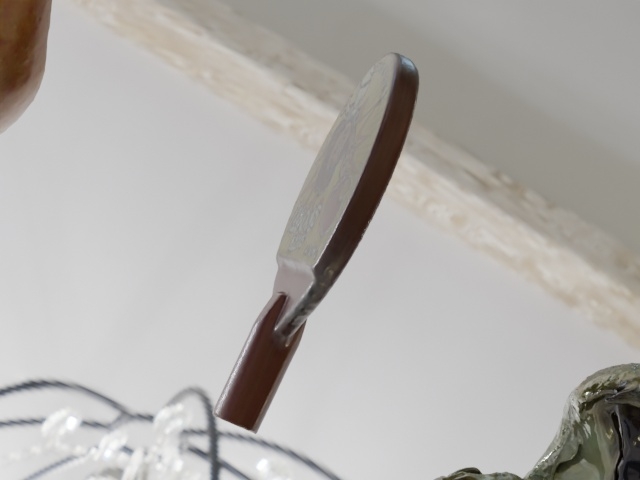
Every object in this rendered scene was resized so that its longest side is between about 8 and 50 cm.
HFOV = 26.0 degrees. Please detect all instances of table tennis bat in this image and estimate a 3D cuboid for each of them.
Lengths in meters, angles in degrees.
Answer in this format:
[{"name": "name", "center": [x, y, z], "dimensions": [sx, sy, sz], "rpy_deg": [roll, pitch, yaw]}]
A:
[{"name": "table tennis bat", "center": [0.000, 0.000, 1.058], "dimensions": [0.038, 0.200, 0.310], "rpy_deg": [26, -94, -12]}]

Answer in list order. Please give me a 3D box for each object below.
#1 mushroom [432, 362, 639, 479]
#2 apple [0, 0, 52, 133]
[{"name": "mushroom", "center": [0.188, 0.223, 0.976], "dimensions": [0.247, 0.344, 0.130], "rpy_deg": [31, -151, 16]}, {"name": "apple", "center": [-0.323, -0.191, 0.966], "dimensions": [0.275, 0.299, 0.299], "rpy_deg": [8, -127, -10]}]
